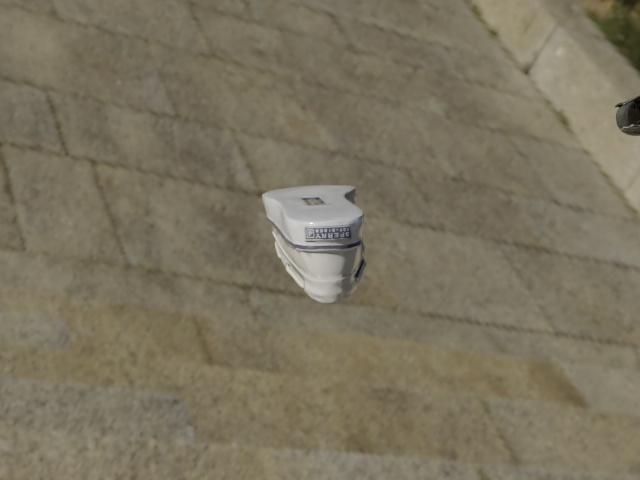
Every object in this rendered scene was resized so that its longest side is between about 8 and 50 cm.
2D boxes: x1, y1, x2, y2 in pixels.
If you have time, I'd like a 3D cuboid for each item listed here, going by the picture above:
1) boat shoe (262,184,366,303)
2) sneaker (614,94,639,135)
[{"bbox_3d":[0.000,0.000,1.269,0.096,0.088,0.267,-4,11,-9],"label":"boat shoe"},{"bbox_3d":[0.368,-0.136,1.340,0.170,0.089,0.051,-12,86,-12],"label":"sneaker"}]
